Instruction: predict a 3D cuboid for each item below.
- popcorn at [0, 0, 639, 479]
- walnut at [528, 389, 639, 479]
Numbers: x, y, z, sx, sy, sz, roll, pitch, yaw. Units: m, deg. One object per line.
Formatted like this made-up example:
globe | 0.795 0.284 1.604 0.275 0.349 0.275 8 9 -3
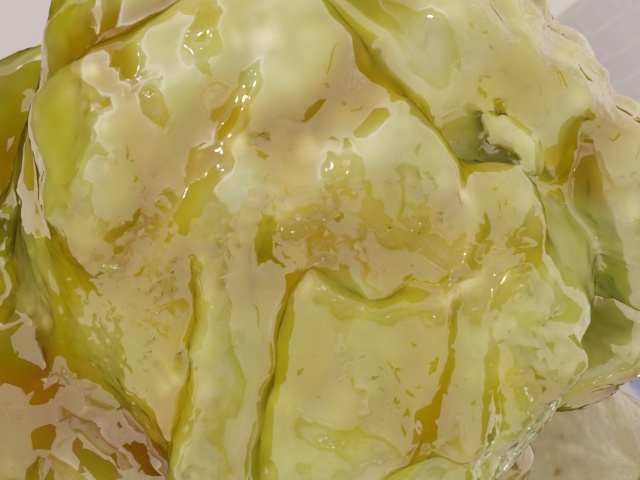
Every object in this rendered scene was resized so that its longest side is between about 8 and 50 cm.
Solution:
popcorn | -0.007 -0.003 0.586 0.335 0.279 0.274 21 -143 -37
walnut | 0.107 0.176 0.982 0.283 0.282 0.227 -38 -70 -69
